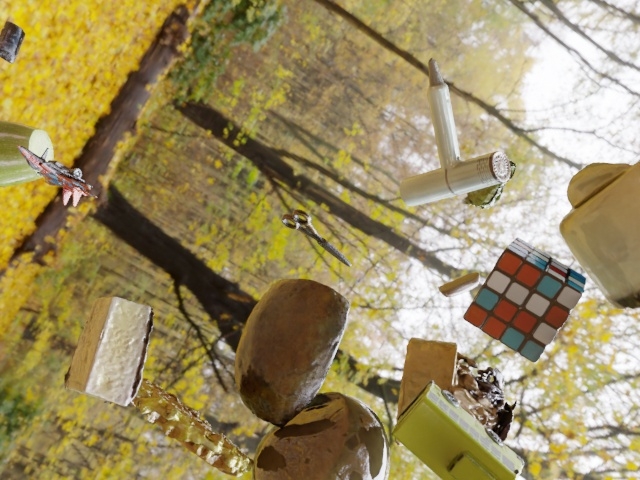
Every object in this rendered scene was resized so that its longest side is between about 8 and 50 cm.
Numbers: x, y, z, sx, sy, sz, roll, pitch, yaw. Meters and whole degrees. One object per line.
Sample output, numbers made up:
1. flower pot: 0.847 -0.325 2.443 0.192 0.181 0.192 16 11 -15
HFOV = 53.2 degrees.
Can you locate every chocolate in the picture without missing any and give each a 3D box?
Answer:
1. chocolate: 0.328 0.107 1.491 0.101 0.031 0.064 -24 -170 5
2. chocolate: 0.676 -0.048 1.339 0.326 0.297 0.314 -33 180 42

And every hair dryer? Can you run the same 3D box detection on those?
1. hair dryer: 0.147 -0.144 0.831 0.155 0.183 0.044 -15 -171 47

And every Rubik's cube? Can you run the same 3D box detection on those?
1. Rubik's cube: 0.373 0.103 1.159 0.155 0.151 0.154 -64 163 19

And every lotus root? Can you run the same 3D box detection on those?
1. lotus root: -0.080 0.232 1.384 0.210 0.142 0.314 2 -117 55

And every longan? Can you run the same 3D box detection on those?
1. longan: 0.006 0.497 1.411 0.319 0.319 0.319 -53 -164 22

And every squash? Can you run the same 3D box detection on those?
1. squash: -0.746 -0.216 1.584 0.170 0.123 0.170 -1 90 -83

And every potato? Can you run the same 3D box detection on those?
1. potato: -0.243 0.125 0.741 0.086 0.061 0.122 -11 -118 48

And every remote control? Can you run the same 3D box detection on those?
1. remote control: -0.551 -0.355 1.135 0.014 0.039 0.096 -34 -138 31

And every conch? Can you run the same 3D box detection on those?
1. conch: 0.312 -0.111 1.204 0.121 0.089 0.074 -46 -150 29

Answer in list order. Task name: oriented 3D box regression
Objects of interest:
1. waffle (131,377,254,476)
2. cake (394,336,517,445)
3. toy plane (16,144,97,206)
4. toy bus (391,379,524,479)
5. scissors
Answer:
1. waffle: -0.279 0.386 1.333 0.068 0.325 0.302 -52 -172 -17
2. cake: 0.382 0.447 1.799 0.332 0.321 0.332 9 90 -78
3. toy plane: -0.544 -0.142 1.304 0.130 0.189 0.061 9 -122 29
4. toy bus: 0.289 0.438 1.345 0.128 0.262 0.150 -53 168 13
5. scissors: 0.000 0.000 1.572 0.088 0.220 0.017 -20 -142 47
